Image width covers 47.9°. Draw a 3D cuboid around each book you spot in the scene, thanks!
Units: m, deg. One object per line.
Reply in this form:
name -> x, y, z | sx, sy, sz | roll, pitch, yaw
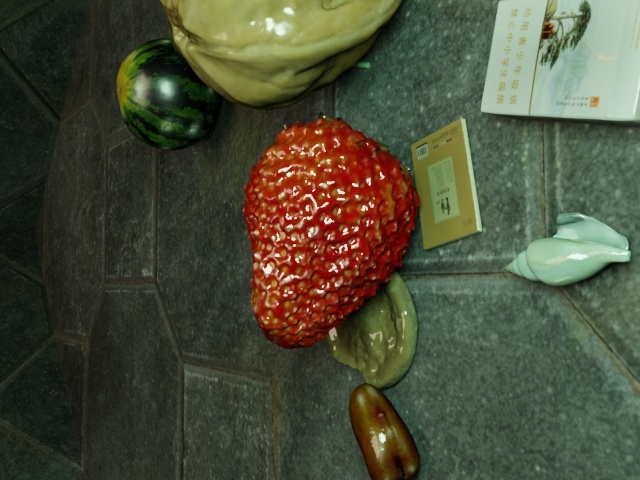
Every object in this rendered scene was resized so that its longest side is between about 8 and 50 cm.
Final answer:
book -> 0.185, -0.082, 1.079 | 0.118, 0.012, 0.172 | -23, 68, 54

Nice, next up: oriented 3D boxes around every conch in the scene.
conch -> 0.295, 0.017, 0.871 | 0.180, 0.088, 0.065 | -14, 119, 49

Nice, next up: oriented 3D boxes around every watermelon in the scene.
watermelon -> -0.363, -0.353, 1.726 | 0.269, 0.268, 0.269 | -6, 83, 57

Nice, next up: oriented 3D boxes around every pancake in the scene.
pancake -> 0.076, 0.135, 1.206 | 0.236, 0.042, 0.223 | 53, 132, 45

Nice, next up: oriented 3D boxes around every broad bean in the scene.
broad bean -> 0.093, 0.303, 1.132 | 0.165, 0.084, 0.114 | -123, 35, -47

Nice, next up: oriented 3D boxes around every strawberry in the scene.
strawberry -> 0.000, 0.000, 1.121 | 0.312, 0.267, 0.351 | 90, -163, -81

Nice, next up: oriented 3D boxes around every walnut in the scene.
walnut -> -0.066, -0.392, 1.155 | 0.383, 0.383, 0.384 | -6, 83, 57

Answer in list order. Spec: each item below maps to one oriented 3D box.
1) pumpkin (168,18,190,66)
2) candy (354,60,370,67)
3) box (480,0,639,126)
pumpkin -> -0.245, -0.521, 1.564 | 0.232, 0.242, 0.325 | 27, 106, 45
candy -> -0.005, -0.344, 1.356 | 0.287, 0.078, 0.084 | 20, 68, 46
box -> 0.304, -0.217, 0.858 | 0.233, 0.067, 0.150 | 20, 106, 56
